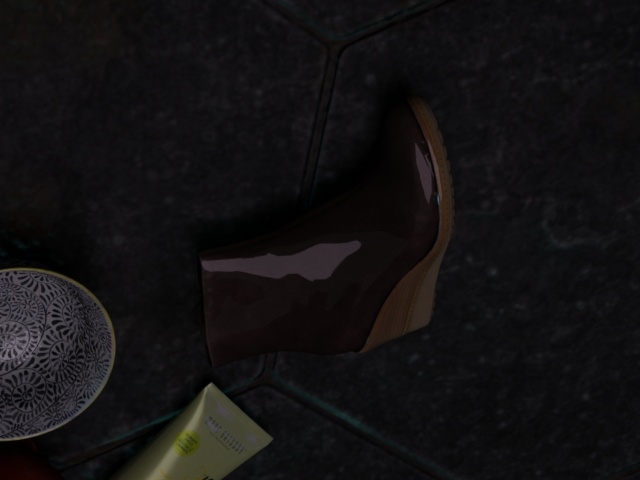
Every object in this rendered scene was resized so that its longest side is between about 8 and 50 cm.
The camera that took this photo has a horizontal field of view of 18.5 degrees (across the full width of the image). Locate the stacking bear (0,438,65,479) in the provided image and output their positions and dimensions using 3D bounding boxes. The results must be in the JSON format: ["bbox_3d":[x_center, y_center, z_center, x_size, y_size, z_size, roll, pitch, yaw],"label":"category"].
[{"bbox_3d":[-0.330,0.298,1.689,0.289,0.175,0.164,-47,137,4],"label":"stacking bear"}]

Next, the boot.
[{"bbox_3d":[0.000,0.000,1.633,0.207,0.090,0.248,-8,127,-14],"label":"boot"}]

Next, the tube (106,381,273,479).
[{"bbox_3d":[-0.160,0.228,1.754,0.240,0.062,0.070,-40,165,4],"label":"tube"}]

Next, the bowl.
[{"bbox_3d":[-0.258,0.074,1.608,0.170,0.080,0.170,-8,123,-12],"label":"bowl"}]
